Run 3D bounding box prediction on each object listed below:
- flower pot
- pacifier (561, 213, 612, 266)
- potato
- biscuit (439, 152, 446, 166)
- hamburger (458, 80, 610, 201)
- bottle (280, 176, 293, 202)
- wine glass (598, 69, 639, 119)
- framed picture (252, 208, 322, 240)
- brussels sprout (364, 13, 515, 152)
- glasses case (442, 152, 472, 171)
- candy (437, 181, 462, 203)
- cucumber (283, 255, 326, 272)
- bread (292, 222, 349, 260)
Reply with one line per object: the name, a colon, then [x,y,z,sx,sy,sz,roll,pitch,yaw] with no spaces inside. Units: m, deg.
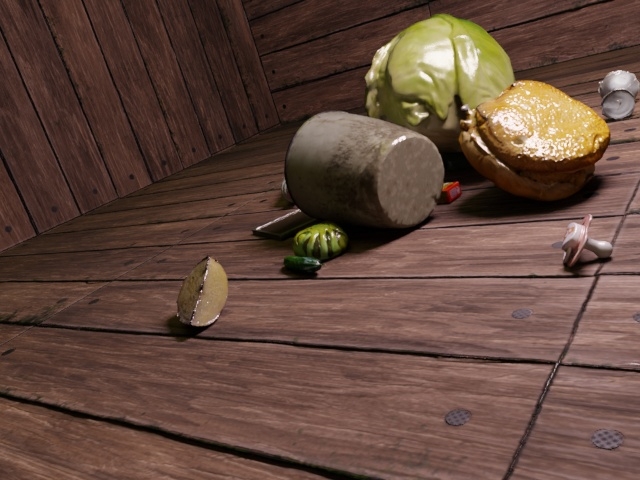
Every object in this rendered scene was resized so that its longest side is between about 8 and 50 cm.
flower pot: [0.116,-0.170,1.472,0.293,0.294,0.330,-27,25,-28]
pacifier: [0.442,0.008,0.992,0.078,0.082,0.099,21,56,12]
potato: [-0.245,0.132,1.271,0.100,0.089,0.172,-29,41,35]
biscuit: [0.366,-0.278,1.917,0.431,0.064,0.283,-21,18,-10]
hamburger: [0.470,-0.226,1.344,0.289,0.170,0.314,-30,58,-31]
bottle: [-0.073,-0.190,2.012,0.104,0.104,0.245,-14,17,11]
wine glass: [0.906,-0.436,1.819,0.122,0.122,0.183,-7,26,30]
framed picture: [-0.053,-0.068,1.751,0.259,0.023,0.189,-27,19,-27]
brussels sprout: [0.335,-0.435,1.647,0.425,0.361,0.342,9,-5,10]
glasses case: [0.453,-0.256,1.745,0.184,0.039,0.078,-14,44,2]
candy: [0.296,-0.121,1.547,0.121,0.038,0.062,1,25,45]
cucumber: [-0.044,0.054,1.347,0.039,0.039,0.168,-28,17,-29]
bread: [0.000,0.000,1.416,0.129,0.071,0.139,-18,17,-15]
